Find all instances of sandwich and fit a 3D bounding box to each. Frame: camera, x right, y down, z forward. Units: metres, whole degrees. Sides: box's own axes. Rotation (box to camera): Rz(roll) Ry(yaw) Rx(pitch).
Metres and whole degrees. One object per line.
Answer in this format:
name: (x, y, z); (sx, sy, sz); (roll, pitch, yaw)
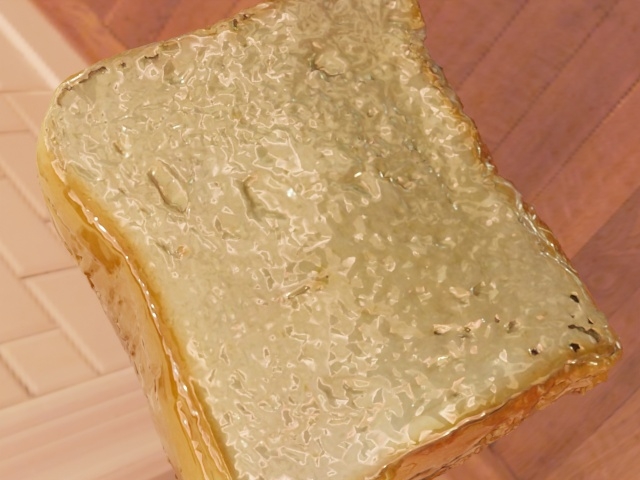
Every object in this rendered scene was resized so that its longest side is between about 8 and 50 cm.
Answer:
sandwich: (0.000, 0.000, 0.613); (0.251, 0.226, 0.087); (61, 165, 14)
